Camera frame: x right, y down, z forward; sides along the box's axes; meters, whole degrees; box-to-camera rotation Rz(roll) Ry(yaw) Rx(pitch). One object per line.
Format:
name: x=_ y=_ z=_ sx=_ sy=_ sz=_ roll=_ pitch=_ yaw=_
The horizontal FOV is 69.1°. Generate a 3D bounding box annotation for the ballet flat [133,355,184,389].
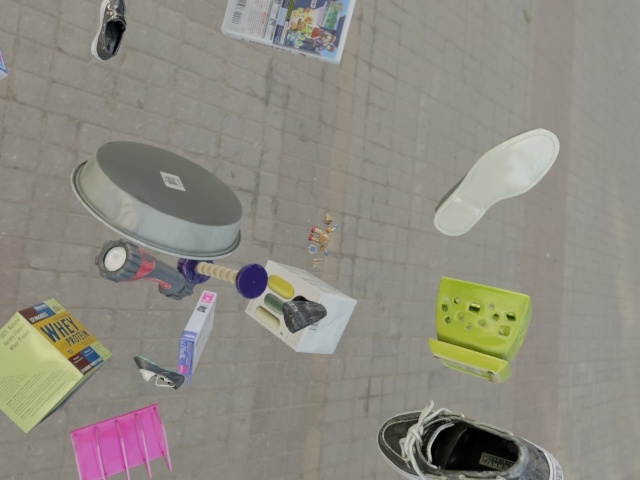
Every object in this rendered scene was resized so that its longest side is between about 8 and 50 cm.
ballet flat: x=-0.598 y=0.490 z=1.698 sx=0.203 sy=0.074 sz=0.074 roll=29 pitch=69 yaw=-14

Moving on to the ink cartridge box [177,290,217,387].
ink cartridge box: x=-0.452 y=0.349 z=1.684 sx=0.311 sy=0.065 sz=0.186 roll=-84 pitch=-173 yaw=-57

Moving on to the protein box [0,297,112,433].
protein box: x=-0.652 y=0.285 z=1.084 sx=0.201 sy=0.136 sz=0.200 roll=45 pitch=96 yaw=-2

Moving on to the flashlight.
flashlight: x=-0.440 y=0.089 z=1.198 sx=0.103 sy=0.103 sz=0.304 roll=-67 pitch=160 yaw=-14

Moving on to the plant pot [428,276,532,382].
plant pot: x=0.415 y=0.244 z=1.225 sx=0.228 sy=0.227 sz=0.207 roll=47 pitch=60 yaw=-56

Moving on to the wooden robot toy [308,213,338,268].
wooden robot toy: x=0.000 y=0.000 z=1.422 sx=0.076 sy=0.079 sz=0.173 roll=18 pitch=93 yaw=2

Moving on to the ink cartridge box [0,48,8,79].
ink cartridge box: x=-1.043 y=-0.486 z=1.127 sx=0.151 sy=0.270 sz=0.395 roll=63 pitch=8 yaw=14

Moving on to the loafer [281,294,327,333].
loafer: x=-0.038 y=0.170 z=1.135 sx=0.078 sy=0.076 sz=0.223 roll=64 pitch=11 yaw=9

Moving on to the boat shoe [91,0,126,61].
boat shoe: x=-0.624 y=-0.647 z=1.401 sx=0.080 sy=0.076 sz=0.228 roll=38 pitch=58 yaw=-55

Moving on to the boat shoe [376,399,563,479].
boat shoe: x=0.171 y=0.295 z=0.663 sx=0.105 sy=0.306 sz=0.113 roll=39 pitch=67 yaw=-22

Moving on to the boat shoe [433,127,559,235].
boat shoe: x=0.357 y=-0.133 z=0.980 sx=0.116 sy=0.319 sz=0.099 roll=33 pitch=47 yaw=-6

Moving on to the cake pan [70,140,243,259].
cake pan: x=-0.256 y=-0.078 z=0.786 sx=0.293 sy=0.293 sz=0.054 roll=13 pitch=118 yaw=-41

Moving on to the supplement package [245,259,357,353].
supplement package: x=-0.066 y=0.218 z=1.525 sx=0.198 sy=0.262 sz=0.199 roll=21 pitch=95 yaw=-51

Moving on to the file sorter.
file sorter: x=-0.685 y=0.740 z=1.612 sx=0.290 sy=0.182 sz=0.202 roll=-11 pitch=99 yaw=-28

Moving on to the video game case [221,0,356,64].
video game case: x=-0.035 y=-0.383 z=0.691 sx=0.183 sy=0.023 sz=0.201 roll=15 pitch=92 yaw=1

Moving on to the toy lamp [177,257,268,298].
toy lamp: x=-0.223 y=0.067 z=0.990 sx=0.080 sy=0.274 sz=0.080 roll=-5 pitch=97 yaw=-41
